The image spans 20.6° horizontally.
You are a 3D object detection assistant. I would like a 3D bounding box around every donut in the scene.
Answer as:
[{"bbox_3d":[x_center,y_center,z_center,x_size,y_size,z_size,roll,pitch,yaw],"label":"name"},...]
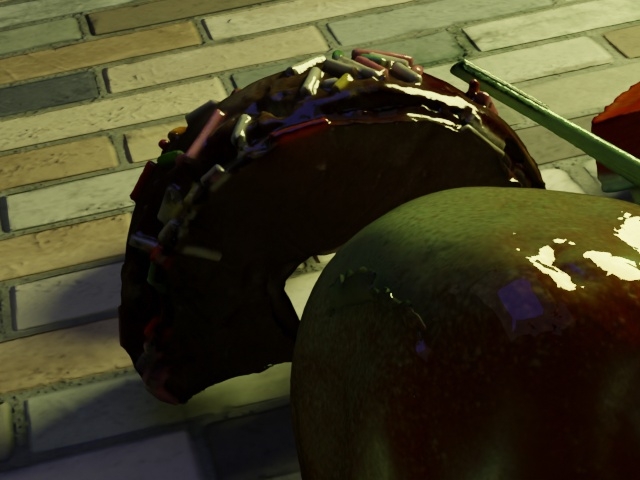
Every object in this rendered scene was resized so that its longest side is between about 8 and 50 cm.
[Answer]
[{"bbox_3d":[0.002,-0.020,1.338,0.345,0.259,0.136,-15,36,-10],"label":"donut"}]

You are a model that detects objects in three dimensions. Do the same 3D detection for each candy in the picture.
[{"bbox_3d":[0.245,-0.048,1.343,0.336,0.093,0.092,30,69,-2],"label":"candy"}]

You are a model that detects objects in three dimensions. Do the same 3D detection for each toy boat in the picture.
[{"bbox_3d":[0.344,-0.088,1.526,0.145,0.133,0.332,-15,10,30],"label":"toy boat"}]

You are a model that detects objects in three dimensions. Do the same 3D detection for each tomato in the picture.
[{"bbox_3d":[0.119,0.093,1.090,0.304,0.239,0.303,-10,18,3],"label":"tomato"}]

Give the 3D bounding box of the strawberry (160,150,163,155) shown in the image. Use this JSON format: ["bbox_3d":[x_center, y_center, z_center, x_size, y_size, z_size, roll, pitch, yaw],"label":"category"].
[{"bbox_3d":[-0.029,-0.034,1.562,0.190,0.111,0.236,0,3,39],"label":"strawberry"}]
